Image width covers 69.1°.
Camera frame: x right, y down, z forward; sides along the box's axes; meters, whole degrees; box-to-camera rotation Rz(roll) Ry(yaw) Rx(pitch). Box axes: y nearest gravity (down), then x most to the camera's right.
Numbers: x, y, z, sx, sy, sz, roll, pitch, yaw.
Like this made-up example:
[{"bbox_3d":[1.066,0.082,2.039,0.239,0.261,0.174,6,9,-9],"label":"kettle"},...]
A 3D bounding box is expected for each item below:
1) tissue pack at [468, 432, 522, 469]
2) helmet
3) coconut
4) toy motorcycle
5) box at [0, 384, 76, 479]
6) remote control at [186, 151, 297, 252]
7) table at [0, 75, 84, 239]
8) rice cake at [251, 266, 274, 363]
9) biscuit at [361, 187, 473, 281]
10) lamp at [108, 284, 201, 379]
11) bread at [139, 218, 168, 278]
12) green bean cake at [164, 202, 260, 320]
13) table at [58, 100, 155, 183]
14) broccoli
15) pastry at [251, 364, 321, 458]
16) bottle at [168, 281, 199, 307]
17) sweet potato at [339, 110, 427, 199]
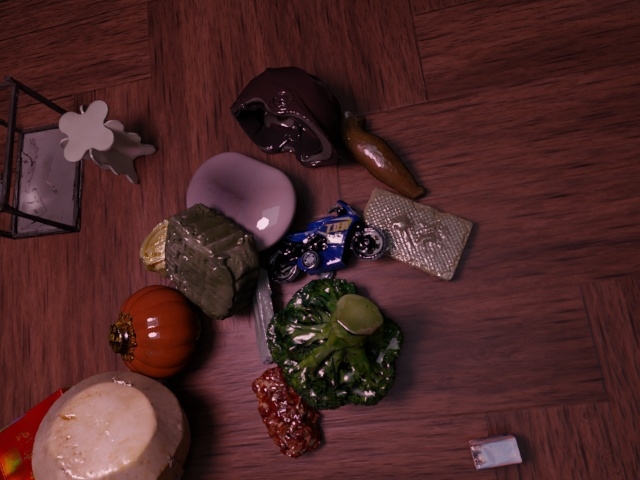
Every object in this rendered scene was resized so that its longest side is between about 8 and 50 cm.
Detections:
[{"bbox_3d":[0.363,0.439,0.967,0.094,0.074,0.058,-15,70,9],"label":"tissue pack"},{"bbox_3d":[-0.055,-0.308,1.115,0.305,0.225,0.177,19,72,21],"label":"helmet"},{"bbox_3d":[-0.440,0.446,1.007,0.323,0.323,0.322,-2,79,11],"label":"coconut"},{"bbox_3d":[0.000,0.000,1.105,0.315,0.113,0.168,-15,66,16],"label":"toy motorcycle"},{"bbox_3d":[-0.701,0.531,1.150,0.313,0.089,0.197,-35,76,4],"label":"box"},{"bbox_3d":[-0.201,-0.099,1.142,0.332,0.103,0.221,27,85,28],"label":"remote control"},{"bbox_3d":[-0.806,-0.199,1.212,0.222,0.272,0.335,-5,79,10],"label":"table"},{"bbox_3d":[-0.134,0.179,1.106,0.040,0.085,0.226,-5,77,-26],"label":"rice cake"},{"bbox_3d":[0.214,-0.019,1.092,0.252,0.052,0.150,24,85,16],"label":"biscuit"},{"bbox_3d":[-0.386,0.215,1.091,0.223,0.197,0.223,2,93,49],"label":"lamp"},{"bbox_3d":[-0.393,0.019,1.198,0.156,0.064,0.117,-42,71,2],"label":"bread"},{"bbox_3d":[-0.246,0.052,1.058,0.227,0.125,0.222,36,131,18],"label":"green bean cake"},{"bbox_3d":[-0.544,-0.244,1.207,0.167,0.198,0.166,-2,79,10],"label":"table"},{"bbox_3d":[0.034,0.196,0.974,0.298,0.297,0.297,5,54,-7],"label":"broccoli"},{"bbox_3d":[-0.075,0.386,1.053,0.115,0.097,0.208,-25,77,16],"label":"pastry"},{"bbox_3d":[-0.313,0.137,1.165,0.140,0.053,0.053,19,84,14],"label":"bottle"},{"bbox_3d":[0.143,-0.207,1.121,0.286,0.085,0.112,42,45,14],"label":"sweet potato"}]
